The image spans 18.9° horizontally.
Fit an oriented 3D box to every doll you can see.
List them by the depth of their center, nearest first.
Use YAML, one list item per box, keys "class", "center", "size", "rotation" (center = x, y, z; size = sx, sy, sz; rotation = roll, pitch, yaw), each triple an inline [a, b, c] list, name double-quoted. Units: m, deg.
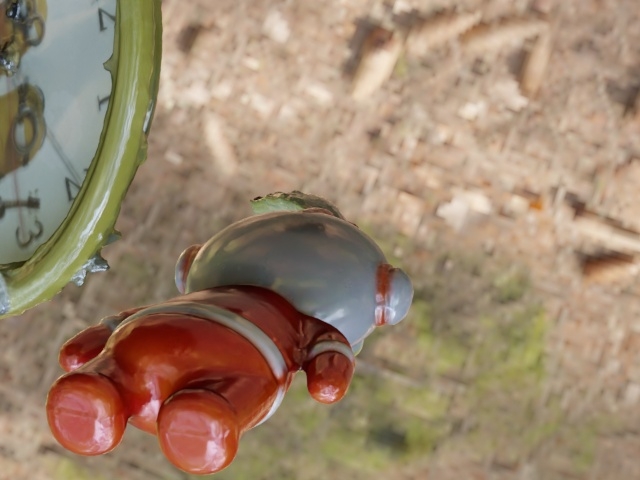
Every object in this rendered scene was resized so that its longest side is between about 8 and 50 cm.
- class: "doll"
  center: [-0.033, 0.038, 0.903]
  size: [0.142, 0.245, 0.076]
  rotation: [7, 110, 20]

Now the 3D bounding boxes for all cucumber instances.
- class: "cucumber"
  center: [0.000, 0.000, 1.074]
  size: [0.107, 0.035, 0.067]
  rotation: [4, 115, 69]

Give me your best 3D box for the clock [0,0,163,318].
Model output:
- class: "clock"
  center: [-0.135, -0.079, 0.847]
  size: [0.057, 0.237, 0.237]
  rotation: [4, 169, -43]
